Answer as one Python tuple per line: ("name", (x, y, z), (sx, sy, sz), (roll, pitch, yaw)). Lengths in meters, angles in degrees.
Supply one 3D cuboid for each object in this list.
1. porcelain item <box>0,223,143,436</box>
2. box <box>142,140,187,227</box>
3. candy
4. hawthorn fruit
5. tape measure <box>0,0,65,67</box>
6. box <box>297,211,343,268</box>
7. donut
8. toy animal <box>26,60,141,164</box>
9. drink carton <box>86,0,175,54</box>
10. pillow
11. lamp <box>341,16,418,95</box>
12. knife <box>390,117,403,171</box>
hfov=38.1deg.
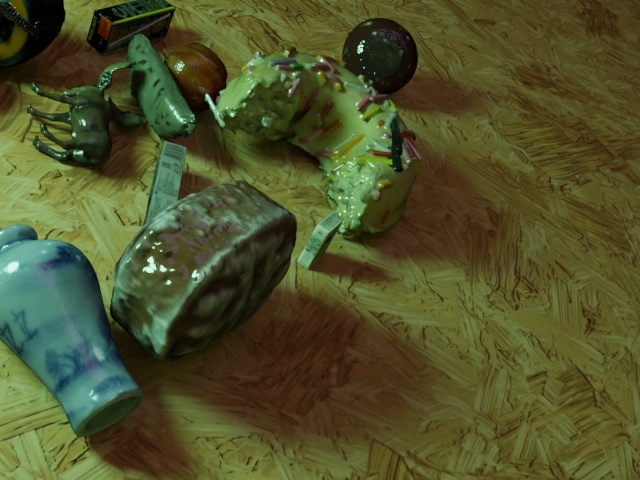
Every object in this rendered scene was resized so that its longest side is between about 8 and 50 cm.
("porcelain item", (-0.308, 0.099, 1.083), (0.141, 0.141, 0.259), (-16, 65, -44))
("box", (-0.234, -0.064, 1.379), (0.040, 0.055, 0.218), (17, 38, -14))
("candy", (-0.147, 0.034, 1.187), (0.157, 0.214, 0.289), (38, 33, 12))
("hawthorn fruit", (-0.218, -0.283, 1.599), (0.128, 0.128, 0.128), (18, 38, -15))
("tape measure", (-0.511, -0.373, 1.436), (0.223, 0.202, 0.135), (18, 36, 7))
("box", (0.000, 0.000, 1.433), (0.024, 0.083, 0.054), (39, 38, 11))
("donut", (0.020, -0.185, 1.589), (0.371, 0.150, 0.307), (42, 34, 5))
("toy animal", (-0.356, -0.197, 1.439), (0.186, 0.093, 0.214), (0, 53, -27))
("drink carton", (-0.341, -0.390, 1.678), (0.056, 0.071, 0.166), (37, 39, 15))
("pillow", (-0.272, -0.238, 1.527), (0.051, 0.093, 0.241), (-3, 48, -43))
("lamp", (0.118, -0.374, 1.901), (0.156, 0.157, 0.135), (63, 0, -6))
("knife", (0.124, -0.158, 1.509), (0.023, 0.010, 0.170), (28, 33, -17))
